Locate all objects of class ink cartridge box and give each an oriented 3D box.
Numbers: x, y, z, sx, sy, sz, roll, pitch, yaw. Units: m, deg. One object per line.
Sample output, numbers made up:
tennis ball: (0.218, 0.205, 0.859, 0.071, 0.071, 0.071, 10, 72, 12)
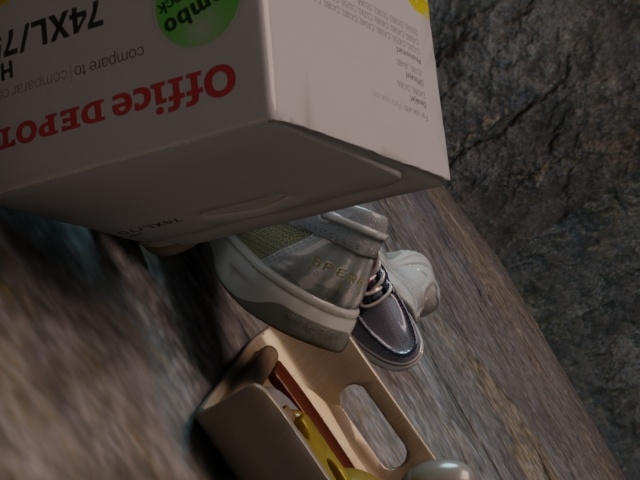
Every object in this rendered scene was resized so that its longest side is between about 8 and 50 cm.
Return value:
ink cartridge box: (-0.067, -0.154, 0.873, 0.197, 0.198, 0.270, 15, 66, -59)

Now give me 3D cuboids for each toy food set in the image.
toy food set: (0.032, 0.155, 1.017, 0.220, 0.092, 0.306, 56, 8, -3)

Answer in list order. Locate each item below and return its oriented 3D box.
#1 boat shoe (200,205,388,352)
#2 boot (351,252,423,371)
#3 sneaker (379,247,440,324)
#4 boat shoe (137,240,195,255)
boat shoe: (-0.042, -0.033, 1.099, 0.118, 0.103, 0.320, 25, 12, -28)
boot: (0.036, 0.039, 1.458, 0.190, 0.069, 0.086, 49, -24, 6)
sneaker: (0.069, 0.068, 1.612, 0.232, 0.090, 0.115, 21, 41, -59)
boat shoe: (-0.141, -0.119, 1.070, 0.092, 0.103, 0.285, 52, 14, -54)
